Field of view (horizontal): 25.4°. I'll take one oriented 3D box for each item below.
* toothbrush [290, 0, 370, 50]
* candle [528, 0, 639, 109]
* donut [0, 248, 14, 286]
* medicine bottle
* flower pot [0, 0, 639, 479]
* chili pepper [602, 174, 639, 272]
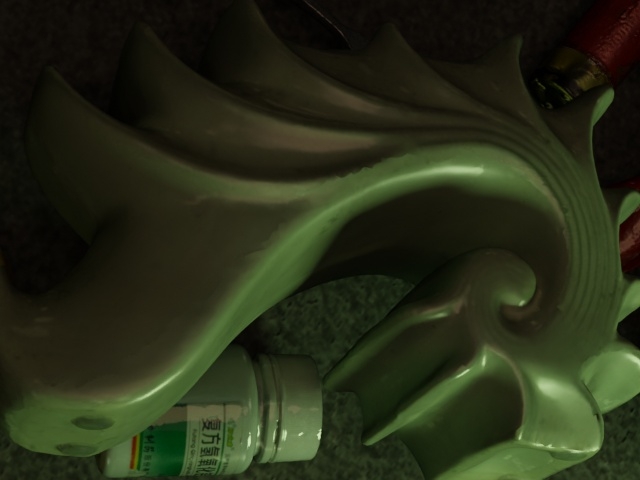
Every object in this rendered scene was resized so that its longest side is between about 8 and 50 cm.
[{"bbox_3d":[-0.070,-0.192,0.880,0.321,0.031,0.023,40,46,-12],"label":"toothbrush"},{"bbox_3d":[0.196,-0.138,0.941,0.052,0.052,0.131,43,79,-11],"label":"candle"},{"bbox_3d":[-0.303,0.050,0.780,0.277,0.108,0.277,0,90,-15],"label":"donut"},{"bbox_3d":[-0.069,0.102,0.856,0.130,0.080,0.080,1,90,-14],"label":"medicine bottle"},{"bbox_3d":[0.000,0.000,0.801,0.367,0.164,0.254,8,66,-15],"label":"flower pot"},{"bbox_3d":[0.210,-0.014,0.945,0.191,0.050,0.059,-24,98,-7],"label":"chili pepper"}]
